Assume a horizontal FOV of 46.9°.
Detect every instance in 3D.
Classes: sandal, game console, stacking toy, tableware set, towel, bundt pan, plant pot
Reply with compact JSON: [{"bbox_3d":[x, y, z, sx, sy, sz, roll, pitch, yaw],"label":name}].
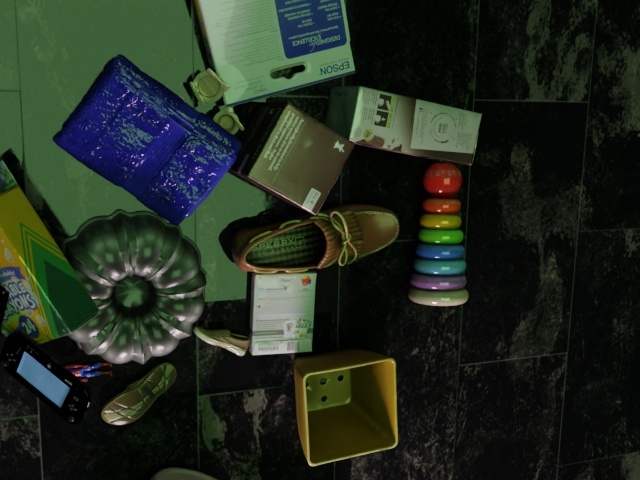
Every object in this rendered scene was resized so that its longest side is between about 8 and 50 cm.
[{"bbox_3d":[-0.391,0.328,1.587,0.180,0.049,0.072,-41,117,-24],"label":"sandal"},{"bbox_3d":[-0.566,0.196,1.363,0.361,0.213,0.044,37,42,5],"label":"game console"},{"bbox_3d":[0.278,-0.019,1.722,0.141,0.141,0.330,-2,96,-20],"label":"stacking toy"},{"bbox_3d":[-0.247,-0.258,1.507,0.169,0.020,0.141,-27,111,9],"label":"tableware set"},{"bbox_3d":[-0.338,-0.190,1.462,0.308,0.076,0.227,36,99,-20],"label":"towel"},{"bbox_3d":[-0.384,0.106,1.502,0.331,0.124,0.330,-4,101,-19],"label":"bundt pan"},{"bbox_3d":[0.036,0.352,1.669,0.212,0.187,0.212,-7,103,-19],"label":"plant pot"}]

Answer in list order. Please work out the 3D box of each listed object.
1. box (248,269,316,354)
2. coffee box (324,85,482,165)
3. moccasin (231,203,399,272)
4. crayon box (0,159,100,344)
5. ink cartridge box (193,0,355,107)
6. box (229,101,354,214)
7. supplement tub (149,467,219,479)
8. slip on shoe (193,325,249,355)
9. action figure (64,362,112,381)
[{"bbox_3d":[-0.086,0.162,1.667,0.145,0.038,0.186,-1,102,-20],"label":"box"},{"bbox_3d":[0.176,-0.251,1.611,0.297,0.168,0.118,8,98,-21],"label":"coffee box"},{"bbox_3d":[0.000,-0.003,1.606,0.380,0.147,0.139,-4,102,-19],"label":"moccasin"},{"bbox_3d":[-0.571,0.038,1.355,0.083,0.203,0.322,-42,107,-49],"label":"crayon box"},{"bbox_3d":[-0.097,-0.464,1.519,0.304,0.072,0.307,-18,117,-16],"label":"ink cartridge box"},{"bbox_3d":[-0.068,-0.174,1.518,0.167,0.203,0.168,29,89,-22],"label":"box"},{"bbox_3d":[-0.325,0.687,1.593,0.207,0.207,0.337,19,93,-22],"label":"supplement tub"},{"bbox_3d":[-0.216,0.211,1.621,0.135,0.051,0.041,29,95,-26],"label":"slip on shoe"},{"bbox_3d":[-0.497,0.275,1.546,0.115,0.030,0.038,-3,107,-18],"label":"action figure"}]
